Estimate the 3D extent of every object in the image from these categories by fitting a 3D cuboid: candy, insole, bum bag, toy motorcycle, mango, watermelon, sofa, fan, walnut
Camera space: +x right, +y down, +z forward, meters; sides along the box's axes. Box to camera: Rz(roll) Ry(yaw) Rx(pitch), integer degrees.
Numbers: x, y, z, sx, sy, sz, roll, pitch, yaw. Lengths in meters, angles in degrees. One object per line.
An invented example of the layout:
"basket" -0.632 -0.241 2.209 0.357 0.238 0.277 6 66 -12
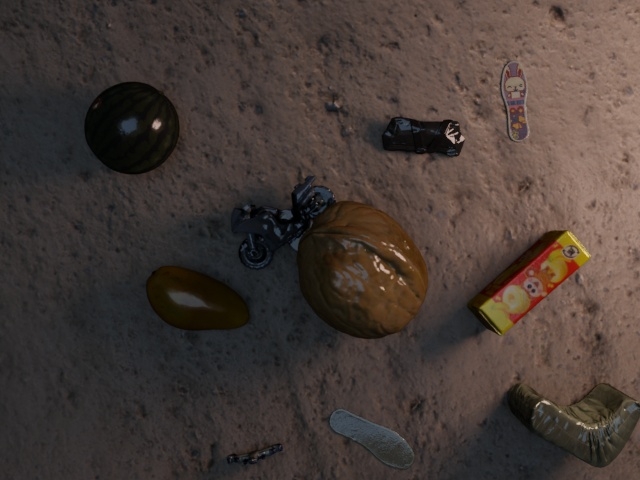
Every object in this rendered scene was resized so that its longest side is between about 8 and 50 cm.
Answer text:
"candy" 0.477 0.095 1.726 0.276 0.146 0.088 -41 91 -1
"insole" 0.469 -0.334 1.790 0.065 0.004 0.197 -4 90 0
"bum bag" 0.244 -0.249 1.772 0.197 0.049 0.087 4 115 0
"toy motorcycle" -0.100 -0.057 1.741 0.270 0.106 0.159 -39 93 6
"mango" -0.289 0.147 1.744 0.253 0.113 0.138 21 86 -7
"watermelon" -0.425 -0.256 1.692 0.212 0.212 0.212 0 91 0
"insole" 0.127 0.476 1.798 0.232 0.003 0.080 30 90 0
"sofa" 0.570 0.378 1.697 0.225 0.210 0.176 29 92 1
"fan" 0.000 0.000 1.791 0.152 0.008 0.227 -29 90 0
"walnut" 0.087 0.067 1.660 0.313 0.252 0.277 38 82 -27

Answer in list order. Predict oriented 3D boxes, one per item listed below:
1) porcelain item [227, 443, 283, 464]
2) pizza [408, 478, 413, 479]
"porcelain item" -0.157 0.512 1.762 0.136 0.075 0.021 -14 89 1
"pizza" 0.240 0.616 1.787 0.100 0.029 0.099 -42 89 0
